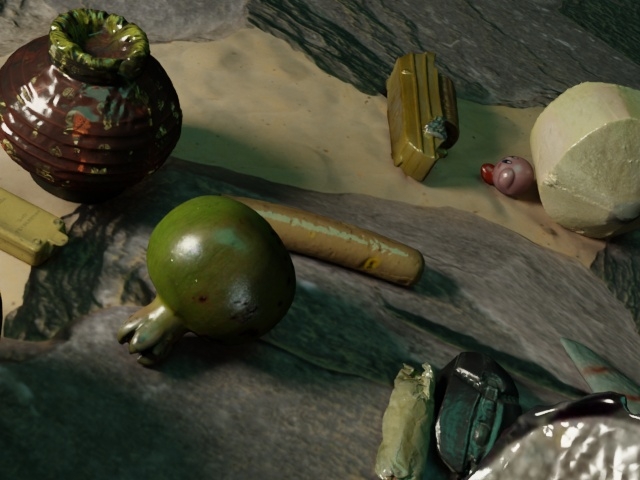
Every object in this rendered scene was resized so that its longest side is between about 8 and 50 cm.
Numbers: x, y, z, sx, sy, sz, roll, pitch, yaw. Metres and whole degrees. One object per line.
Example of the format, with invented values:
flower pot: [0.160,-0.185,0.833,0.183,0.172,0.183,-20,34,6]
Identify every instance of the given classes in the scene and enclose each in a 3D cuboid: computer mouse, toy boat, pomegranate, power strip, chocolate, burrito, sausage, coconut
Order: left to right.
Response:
power strip: [-0.439,-0.056,0.967,0.305,0.044,0.064,28,43,1]
pomegranate: [-0.136,0.040,0.919,0.210,0.179,0.179,-12,52,-18]
sausage: [0.000,-0.002,1.097,0.301,0.066,0.066,17,43,-11]
burrito: [0.100,0.216,0.935,0.058,0.045,0.188,11,45,8]
toy boat: [0.179,-0.220,1.378,0.115,0.089,0.310,15,42,-14]
computer mouse: [0.194,0.202,0.979,0.106,0.062,0.192,24,40,-3]
coconut: [0.464,-0.123,1.308,0.239,0.239,0.244,15,38,-10]
chocolate: [0.290,0.324,0.770,0.213,0.303,0.303,34,31,-39]
toy boat: [0.407,0.233,1.047,0.206,0.096,0.282,11,31,-23]

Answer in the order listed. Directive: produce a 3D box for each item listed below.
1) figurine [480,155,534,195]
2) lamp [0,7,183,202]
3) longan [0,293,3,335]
figurine: [0.322,-0.108,1.346,0.083,0.071,0.067,-20,99,-29]
lamp: [-0.290,-0.169,1.017,0.247,0.247,0.247,13,43,-12]
longan: [-0.407,0.072,0.692,0.258,0.258,0.258,13,43,-12]
